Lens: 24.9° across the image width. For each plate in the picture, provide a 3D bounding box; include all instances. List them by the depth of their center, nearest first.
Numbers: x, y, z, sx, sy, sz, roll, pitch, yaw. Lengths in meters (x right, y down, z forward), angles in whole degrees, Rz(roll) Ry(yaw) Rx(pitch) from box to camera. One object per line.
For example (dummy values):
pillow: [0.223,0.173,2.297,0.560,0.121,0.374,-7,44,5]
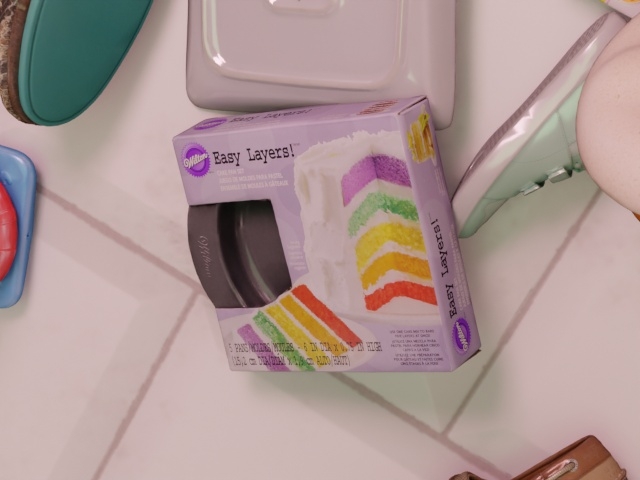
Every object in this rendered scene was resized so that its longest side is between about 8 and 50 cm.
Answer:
plate: [-0.010,-0.244,1.310,0.278,0.045,0.277,8,106,24]

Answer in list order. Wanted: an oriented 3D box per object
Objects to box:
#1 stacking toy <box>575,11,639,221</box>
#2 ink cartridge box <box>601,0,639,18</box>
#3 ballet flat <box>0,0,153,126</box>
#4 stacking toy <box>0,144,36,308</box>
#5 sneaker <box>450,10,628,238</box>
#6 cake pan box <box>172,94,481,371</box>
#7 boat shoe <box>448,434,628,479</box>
stacking toy: [0.426,0.029,1.159,0.350,0.350,0.480,-13,124,18]
ink cartridge box: [0.266,-0.255,1.247,0.181,0.061,0.104,30,109,7]
ballet flat: [-0.196,-0.338,1.289,0.182,0.164,0.483,45,122,27]
stacking toy: [-0.406,0.007,1.365,0.166,0.302,0.175,13,107,11]
sneaker: [0.227,-0.061,1.291,0.151,0.094,0.256,40,115,-5]
cake pan box: [0.000,0.000,1.339,0.267,0.070,0.246,-2,107,34]
boat shoe: [0.147,0.278,1.390,0.324,0.123,0.116,-25,89,13]
